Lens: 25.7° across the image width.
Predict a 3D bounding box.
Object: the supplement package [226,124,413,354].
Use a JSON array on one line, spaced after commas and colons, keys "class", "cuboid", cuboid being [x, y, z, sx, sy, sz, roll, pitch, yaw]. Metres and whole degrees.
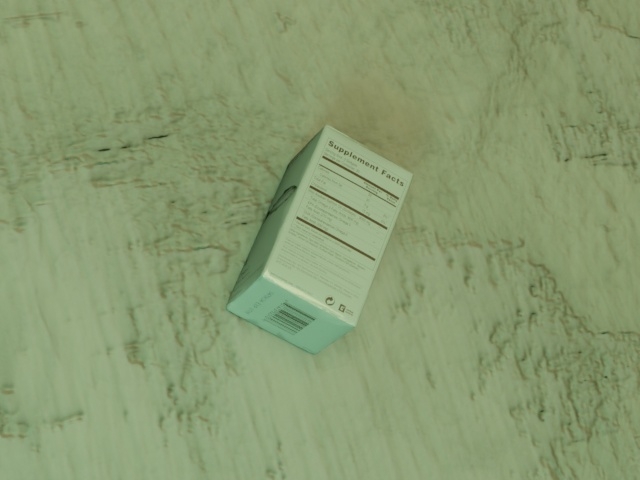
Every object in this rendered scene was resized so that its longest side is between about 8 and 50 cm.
[{"class": "supplement package", "cuboid": [0.000, 0.000, 1.359, 0.105, 0.105, 0.179, 28, 61, -11]}]
